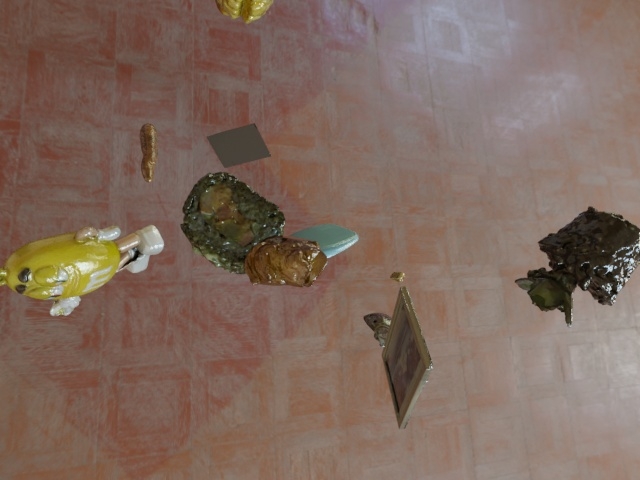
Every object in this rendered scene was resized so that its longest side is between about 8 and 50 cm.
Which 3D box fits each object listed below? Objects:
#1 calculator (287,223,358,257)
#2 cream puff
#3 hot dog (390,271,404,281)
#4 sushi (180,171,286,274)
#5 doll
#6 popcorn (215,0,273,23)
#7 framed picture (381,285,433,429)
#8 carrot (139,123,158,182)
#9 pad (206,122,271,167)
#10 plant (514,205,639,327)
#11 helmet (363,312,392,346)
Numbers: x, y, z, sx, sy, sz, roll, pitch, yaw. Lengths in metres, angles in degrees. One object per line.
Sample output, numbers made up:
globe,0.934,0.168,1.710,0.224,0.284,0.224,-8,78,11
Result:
calculator,0.000,0.000,1.914,0.386,0.256,0.054,-21,122,-40
cream puff,-0.106,0.060,1.243,0.241,0.269,0.154,2,88,-6
hot dog,0.285,0.135,1.510,0.034,0.090,0.030,41,79,-5
sushi,-0.314,-0.050,1.455,0.352,0.178,0.294,37,72,-6
doll,-0.673,0.073,1.212,0.423,0.348,0.161,-35,69,-28
popcorn,-0.238,-0.832,1.289,0.225,0.332,0.264,-6,100,-40
framed picture,0.212,0.307,1.063,0.024,0.315,0.232,-1,42,-7
carrot,-0.349,-0.178,0.846,0.036,0.035,0.165,-3,57,-21
pad,-0.346,-0.398,1.756,0.004,0.243,0.163,-75,148,-46
plant,0.457,0.047,0.734,0.131,0.142,0.203,30,97,-32
helmet,0.246,0.335,1.540,0.107,0.153,0.177,-30,116,1
